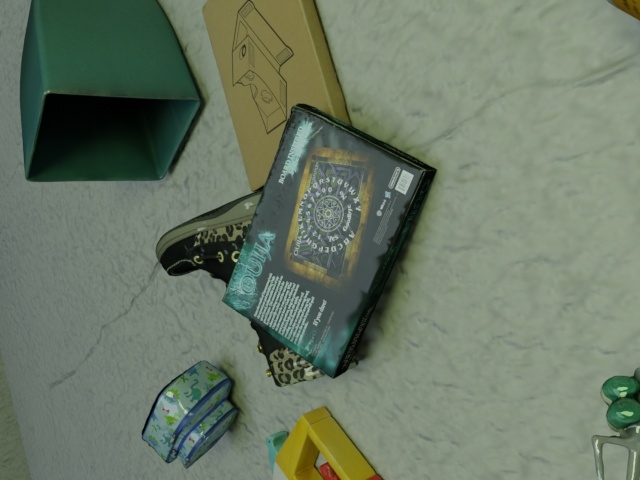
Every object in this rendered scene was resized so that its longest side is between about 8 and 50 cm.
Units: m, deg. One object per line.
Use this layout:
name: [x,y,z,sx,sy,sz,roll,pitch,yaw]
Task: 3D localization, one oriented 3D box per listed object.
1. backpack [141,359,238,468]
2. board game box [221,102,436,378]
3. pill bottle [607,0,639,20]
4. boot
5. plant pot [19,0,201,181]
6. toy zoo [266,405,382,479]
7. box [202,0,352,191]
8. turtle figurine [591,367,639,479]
backpack: [-0.152,0.208,0.848,0.084,0.105,0.114,36,131,14]
board game box: [0.000,0.000,0.564,0.126,0.026,0.186,31,111,24]
pill bottle: [0.179,-0.125,0.265,0.208,0.117,0.118,49,136,34]
boot: [-0.069,0.056,0.683,0.236,0.085,0.179,-21,84,44]
plant pot: [-0.268,-0.213,0.828,0.166,0.165,0.234,-46,55,50]
toy zoo: [0.027,0.300,0.686,0.293,0.030,0.192,46,135,36]
box: [-0.048,-0.162,0.652,0.164,0.021,0.201,-22,83,55]
turtle figurine: [0.211,0.092,0.292,0.175,0.118,0.234,27,110,30]
